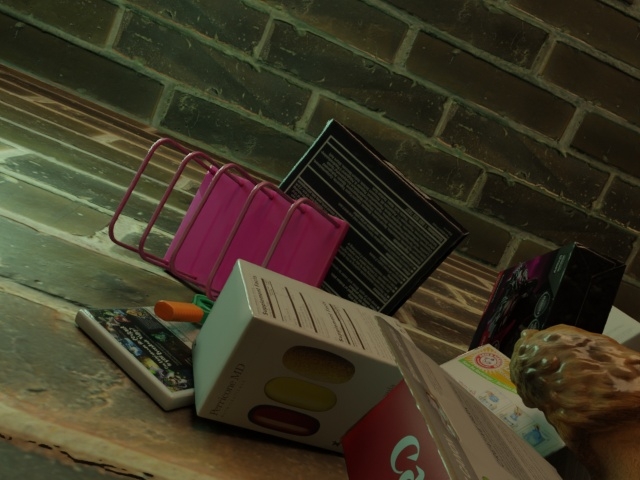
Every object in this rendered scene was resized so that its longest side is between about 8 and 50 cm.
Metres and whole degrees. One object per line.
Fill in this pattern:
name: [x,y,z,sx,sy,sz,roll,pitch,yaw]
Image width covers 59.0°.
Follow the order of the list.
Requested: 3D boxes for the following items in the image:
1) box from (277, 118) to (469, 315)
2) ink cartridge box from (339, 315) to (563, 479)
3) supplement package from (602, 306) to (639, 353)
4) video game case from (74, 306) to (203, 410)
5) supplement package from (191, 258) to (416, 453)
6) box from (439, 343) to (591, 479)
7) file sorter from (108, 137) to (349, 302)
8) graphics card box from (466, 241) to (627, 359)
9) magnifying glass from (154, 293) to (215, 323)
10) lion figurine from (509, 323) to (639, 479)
box: [0.055,-0.004,1.023,0.296,0.294,0.182,44,13,12]
ink cartridge box: [0.119,0.230,0.421,0.272,0.130,0.309,42,7,-12]
supplement package: [0.690,0.276,1.371,0.178,0.175,0.293,53,9,-7]
video game case: [-0.185,0.139,0.718,0.190,0.022,0.173,31,12,30]
supplement package: [-0.013,0.145,0.674,0.244,0.139,0.134,23,17,-24]
box: [0.260,0.252,0.782,0.103,0.114,0.203,-18,28,-22]
file sorter: [-0.147,-0.010,0.879,0.290,0.202,0.182,24,-5,26]
graphics card box: [0.373,0.151,1.004,0.094,0.233,0.371,25,-9,3]
magnifying glass: [-0.166,0.102,0.797,0.092,0.026,0.231,30,0,15]
lion figurine: [0.332,0.274,0.575,0.240,0.392,0.142,3,-32,2]
